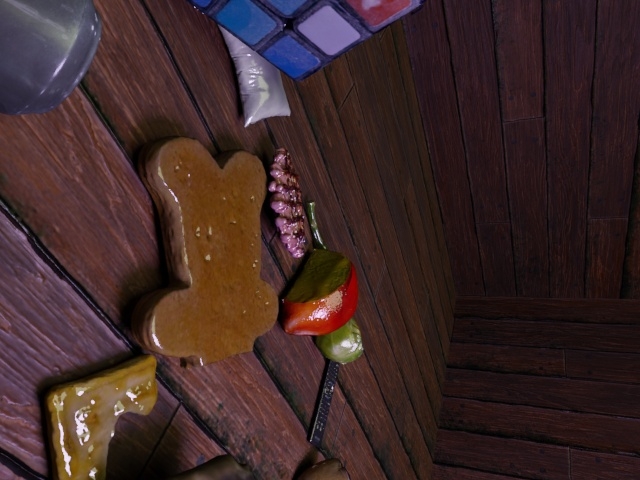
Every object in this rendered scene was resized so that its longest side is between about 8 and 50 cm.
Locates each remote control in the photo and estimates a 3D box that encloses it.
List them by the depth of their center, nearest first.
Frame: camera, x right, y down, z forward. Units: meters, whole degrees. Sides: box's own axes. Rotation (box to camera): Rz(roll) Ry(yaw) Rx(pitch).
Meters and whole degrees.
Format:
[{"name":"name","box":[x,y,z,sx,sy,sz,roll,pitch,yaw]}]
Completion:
[{"name":"remote control","box":[0.010,0.445,1.320,0.063,0.025,0.245,59,39,-45]}]

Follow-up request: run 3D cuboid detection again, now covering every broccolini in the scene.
[{"name":"broccolini","box":[0.000,0.000,1.304,0.051,0.054,0.239,-123,-164,-67]}]

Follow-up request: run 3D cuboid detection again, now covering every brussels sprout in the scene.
[{"name":"brussels sprout","box":[0.042,0.264,1.297,0.151,0.122,0.149,-121,-158,-65]}]

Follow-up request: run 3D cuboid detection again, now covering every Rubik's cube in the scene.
[{"name":"Rubik's cube","box":[-0.029,-0.558,0.821,0.358,0.362,0.363,28,61,-31]}]

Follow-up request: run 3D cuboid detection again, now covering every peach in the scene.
[{"name":"peach","box":[0.011,0.153,1.191,0.267,0.153,0.159,-58,140,-50]}]

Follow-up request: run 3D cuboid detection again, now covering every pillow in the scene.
[{"name":"pillow","box":[-0.142,-0.371,0.991,0.144,0.078,0.254,-39,124,-47]}]

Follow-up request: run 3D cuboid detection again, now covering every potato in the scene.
[{"name":"potato","box":[-0.013,0.634,1.159,0.117,0.182,0.202,18,56,-18]}]

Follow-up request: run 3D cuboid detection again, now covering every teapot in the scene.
[{"name":"teapot","box":[-0.357,-0.252,0.460,0.225,0.171,0.203,31,29,-53]}]

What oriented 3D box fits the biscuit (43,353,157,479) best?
[{"name":"biscuit","box":[-0.298,0.261,0.667,0.183,0.038,0.174,-18,103,-63]}]

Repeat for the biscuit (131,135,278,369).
[{"name":"biscuit","box":[-0.204,0.020,0.850,0.368,0.076,0.394,-5,91,-64]}]

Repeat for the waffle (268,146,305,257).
[{"name":"waffle","box":[-0.075,-0.082,1.086,0.234,0.055,0.221,70,14,-50]}]

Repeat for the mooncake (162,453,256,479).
[{"name":"mooncake","box":[-0.124,0.503,0.612,0.246,0.393,0.394,22,59,-59]}]
